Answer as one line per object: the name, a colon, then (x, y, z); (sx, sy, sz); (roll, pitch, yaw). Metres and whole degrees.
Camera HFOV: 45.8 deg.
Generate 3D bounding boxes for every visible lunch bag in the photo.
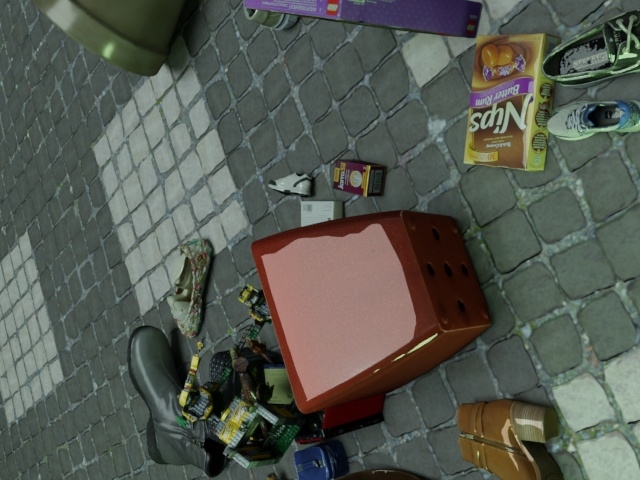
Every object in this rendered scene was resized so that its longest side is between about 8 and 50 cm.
lunch bag: (0.000, 0.409, 1.392); (0.098, 0.065, 0.067); (-29, 72, 44)

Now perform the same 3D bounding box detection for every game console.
game console: (0.035, 0.284, 1.289); (0.124, 0.144, 0.085); (-23, 75, 45)

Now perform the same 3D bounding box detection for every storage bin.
storage bin: (-0.148, 0.310, 1.499); (0.084, 0.122, 0.180); (9, 99, 45)

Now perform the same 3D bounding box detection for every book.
book: (0.000, 0.000, 1.389); (0.096, 0.035, 0.144); (4, 95, 49)

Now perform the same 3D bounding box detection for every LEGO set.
LEGO set: (-0.114, 0.231, 1.307); (0.255, 0.192, 0.331); (41, 90, 20)

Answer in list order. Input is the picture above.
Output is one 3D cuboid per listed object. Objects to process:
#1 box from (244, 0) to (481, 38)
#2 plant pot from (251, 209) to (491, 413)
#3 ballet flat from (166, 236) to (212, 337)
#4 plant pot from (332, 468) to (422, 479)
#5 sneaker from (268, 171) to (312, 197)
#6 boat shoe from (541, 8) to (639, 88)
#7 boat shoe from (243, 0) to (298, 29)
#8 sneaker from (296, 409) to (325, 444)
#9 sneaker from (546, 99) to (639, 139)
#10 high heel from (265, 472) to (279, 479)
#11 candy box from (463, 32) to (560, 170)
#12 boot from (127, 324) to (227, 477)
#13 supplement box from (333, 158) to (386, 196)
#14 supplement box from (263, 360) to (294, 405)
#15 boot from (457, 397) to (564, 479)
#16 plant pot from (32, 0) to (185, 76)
box: (0.065, -0.343, 1.106); (0.201, 0.293, 0.057); (24, 113, 43)
plant pot: (0.096, 0.083, 1.149); (0.236, 0.267, 0.267); (-27, 73, 31)
ballet flat: (-0.300, 0.106, 1.678); (0.091, 0.077, 0.240); (25, 111, 42)
plant pot: (0.091, 0.528, 1.225); (0.215, 0.215, 0.230); (0, 107, 46)
sneaker: (-0.055, -0.108, 1.440); (0.109, 0.040, 0.043); (11, 84, 42)
boat shoe: (0.382, -0.243, 0.943); (0.219, 0.070, 0.077); (-19, 79, 45)
boat shoe: (-0.094, -0.546, 1.404); (0.109, 0.094, 0.302); (-5, 90, 46)
sneaker: (-0.033, 0.345, 1.415); (0.170, 0.075, 0.063); (-15, 82, 46)
sneaker: (0.351, -0.162, 0.990); (0.135, 0.058, 0.052); (-4, 90, 47)
high heel: (-0.126, 0.592, 1.446); (0.093, 0.186, 0.261); (-16, 81, 51)
candy box: (0.270, -0.196, 1.077); (0.109, 0.053, 0.186); (13, 103, 44)
boot: (-0.304, 0.347, 1.690); (0.223, 0.118, 0.338); (-9, 97, 43)
supplement box: (0.067, -0.108, 1.302); (0.083, 0.043, 0.054); (17, 106, 45)
supplement box: (-0.058, 0.274, 1.449); (0.083, 0.056, 0.083); (-11, 85, 46)
boot: (0.270, 0.330, 1.102); (0.152, 0.073, 0.197); (-8, 75, 45)
plant pot: (-0.409, -0.561, 1.615); (0.280, 0.323, 0.323); (-50, 57, 17)
